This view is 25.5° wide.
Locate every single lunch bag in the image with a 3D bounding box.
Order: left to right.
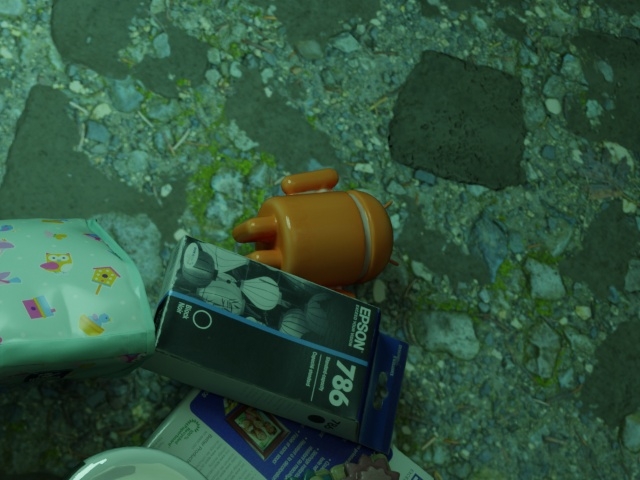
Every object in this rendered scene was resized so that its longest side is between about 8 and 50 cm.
[{"bbox_3d":[-0.319,0.080,1.575,0.223,0.160,0.262,-3,23,-24],"label":"lunch bag"}]

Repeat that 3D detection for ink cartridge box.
[{"bbox_3d":[-0.062,0.302,1.688,0.307,0.072,0.303,43,56,-1],"label":"ink cartridge box"},{"bbox_3d":[-0.039,0.127,1.711,0.332,0.065,0.165,21,57,-15],"label":"ink cartridge box"}]

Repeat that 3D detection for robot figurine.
[{"bbox_3d":[0.000,0.002,1.825,0.219,0.128,0.158,-6,45,-24],"label":"robot figurine"}]

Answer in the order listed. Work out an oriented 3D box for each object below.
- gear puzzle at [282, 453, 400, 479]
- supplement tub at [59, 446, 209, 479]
[{"bbox_3d":[0.065,0.413,1.621,0.175,0.044,0.339,-10,70,-28],"label":"gear puzzle"},{"bbox_3d":[-0.220,0.343,1.452,0.193,0.316,0.193,9,63,-18],"label":"supplement tub"}]
